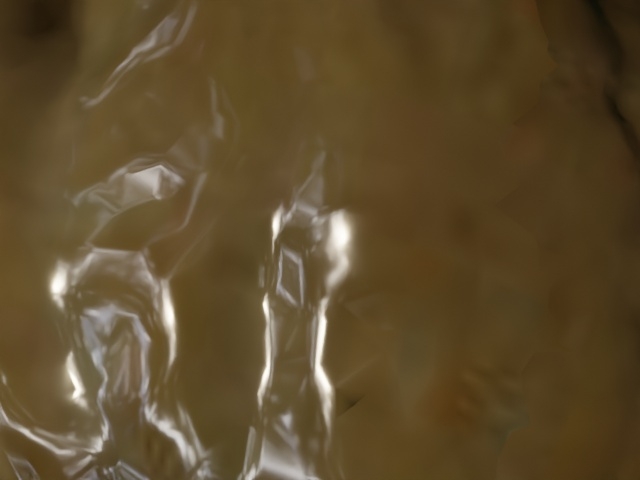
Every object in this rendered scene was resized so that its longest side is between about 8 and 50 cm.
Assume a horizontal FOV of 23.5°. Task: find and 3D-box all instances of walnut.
[{"bbox_3d":[0.000,0.000,0.468,0.285,0.296,0.285,8,-105,-35],"label":"walnut"}]
